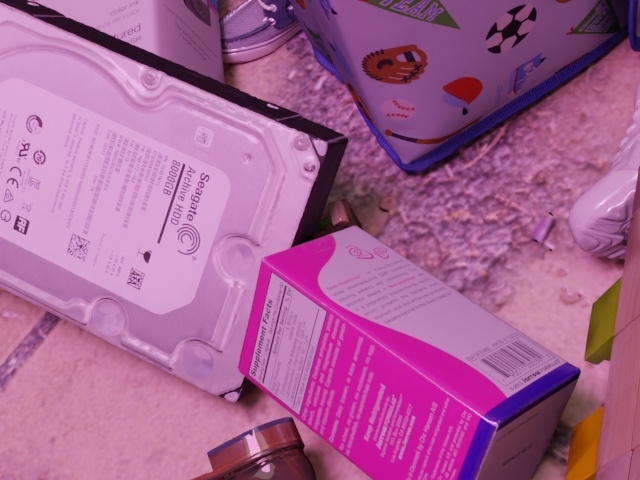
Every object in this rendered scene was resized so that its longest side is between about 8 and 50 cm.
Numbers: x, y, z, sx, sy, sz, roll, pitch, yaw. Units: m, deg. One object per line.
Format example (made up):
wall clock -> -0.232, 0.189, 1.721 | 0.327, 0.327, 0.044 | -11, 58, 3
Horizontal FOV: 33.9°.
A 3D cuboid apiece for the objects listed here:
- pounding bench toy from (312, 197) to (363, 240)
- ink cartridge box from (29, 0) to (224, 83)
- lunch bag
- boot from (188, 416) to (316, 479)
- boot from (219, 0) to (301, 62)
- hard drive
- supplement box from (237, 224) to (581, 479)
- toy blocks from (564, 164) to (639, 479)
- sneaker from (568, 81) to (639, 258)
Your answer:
pounding bench toy -> 0.000, 0.000, 0.888 | 0.065, 0.083, 0.052 | -19, 59, 8
ink cartridge box -> -0.224, -0.216, 1.042 | 0.226, 0.131, 0.306 | -21, 59, 20
lunch bag -> 0.157, -0.282, 0.839 | 0.385, 0.328, 0.239 | -32, 60, -2
boot -> -0.090, 0.232, 0.795 | 0.219, 0.082, 0.106 | -35, 68, 19
boot -> -0.037, -0.251, 1.034 | 0.190, 0.086, 0.069 | -28, 58, 3
hard drive -> -0.171, -0.040, 0.876 | 0.339, 0.064, 0.237 | 25, 108, 12
supplement box -> 0.057, 0.095, 0.778 | 0.220, 0.114, 0.111 | 35, 35, 31
toy blocks -> 0.325, 0.085, 0.658 | 0.261, 0.191, 0.381 | 19, 60, -3
sneaker -> 0.277, -0.076, 0.839 | 0.232, 0.090, 0.115 | -34, 50, -11
